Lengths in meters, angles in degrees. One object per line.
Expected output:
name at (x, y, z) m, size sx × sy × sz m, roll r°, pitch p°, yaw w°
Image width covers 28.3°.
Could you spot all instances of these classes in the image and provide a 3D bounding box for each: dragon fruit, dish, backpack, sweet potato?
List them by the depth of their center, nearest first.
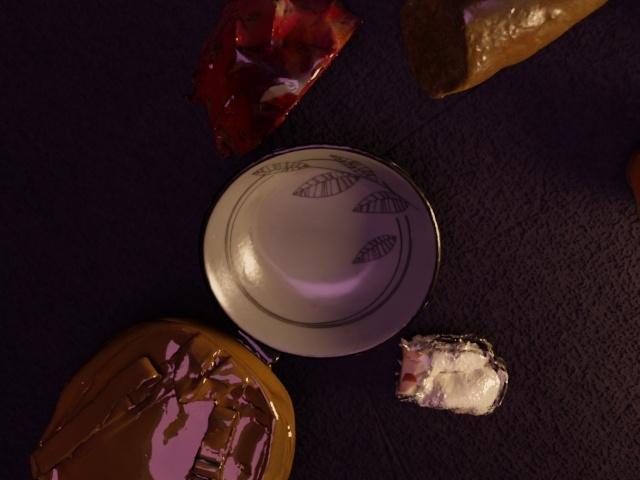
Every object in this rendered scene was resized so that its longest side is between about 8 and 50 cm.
sweet potato at (0.263, -0.316, 1.549) m, size 0.369 × 0.158 × 0.158 m, roll -28°, pitch 97°, yaw 8°
dragon fruit at (-0.090, -0.229, 1.637) m, size 0.161 × 0.126 × 0.274 m, roll 42°, pitch 106°, yaw -2°
dish at (0.000, 0.000, 1.673) m, size 0.316 × 0.106 × 0.316 m, roll 1°, pitch 113°, yaw 2°
backpack at (-0.194, 0.284, 1.741) m, size 0.353 × 0.201 × 0.378 m, roll 41°, pitch 109°, yaw 0°

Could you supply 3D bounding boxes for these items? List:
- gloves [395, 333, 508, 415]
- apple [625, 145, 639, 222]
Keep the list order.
gloves at (0.179, 0.176, 1.716) m, size 0.153 × 0.070 × 0.114 m, roll 8°, pitch 96°, yaw 2°
apple at (0.449, -0.068, 1.574) m, size 0.131 × 0.146 × 0.146 m, roll -15°, pitch 100°, yaw 23°
